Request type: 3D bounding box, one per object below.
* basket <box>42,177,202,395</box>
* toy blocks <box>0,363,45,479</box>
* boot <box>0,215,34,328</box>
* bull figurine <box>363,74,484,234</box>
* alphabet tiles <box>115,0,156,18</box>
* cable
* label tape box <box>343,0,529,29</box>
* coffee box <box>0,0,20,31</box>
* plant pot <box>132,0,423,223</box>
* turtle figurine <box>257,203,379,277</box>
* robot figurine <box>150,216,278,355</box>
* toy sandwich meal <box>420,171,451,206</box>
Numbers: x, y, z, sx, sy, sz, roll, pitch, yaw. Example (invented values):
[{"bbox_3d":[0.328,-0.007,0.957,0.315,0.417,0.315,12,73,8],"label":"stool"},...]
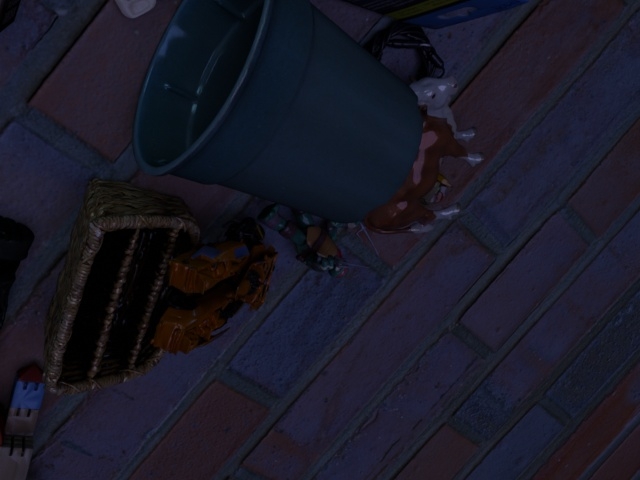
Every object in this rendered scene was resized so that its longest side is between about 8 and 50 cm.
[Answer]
[{"bbox_3d":[-0.300,0.083,1.025,0.213,0.223,0.299,16,105,-26],"label":"basket"},{"bbox_3d":[-0.622,0.318,1.045,0.381,0.190,0.261,13,95,-27],"label":"toy blocks"},{"bbox_3d":[-0.625,0.061,0.939,0.348,0.131,0.260,21,103,-28],"label":"boot"},{"bbox_3d":[0.186,-0.145,1.147,0.188,0.101,0.310,12,118,-25],"label":"bull figurine"},{"bbox_3d":[-0.274,-0.479,0.909,0.284,0.021,0.278,-31,120,-6],"label":"alphabet tiles"},{"bbox_3d":[0.127,-0.292,1.133,0.184,0.047,0.150,-38,120,-2],"label":"cable"},{"bbox_3d":[0.104,-0.424,0.945,0.347,0.249,0.115,7,95,-25],"label":"label tape box"},{"bbox_3d":[-0.408,-0.397,0.803,0.098,0.141,0.246,21,111,-22],"label":"coffee box"},{"bbox_3d":[-0.047,-0.194,0.960,0.334,0.341,0.341,23,102,-35],"label":"plant pot"},{"bbox_3d":[0.000,0.000,1.156,0.118,0.175,0.234,-34,113,32],"label":"turtle figurine"},{"bbox_3d":[-0.160,0.076,1.063,0.085,0.291,0.211,22,108,17],"label":"robot figurine"},{"bbox_3d":[0.218,-0.101,1.260,0.085,0.029,0.086,-8,114,-18],"label":"toy sandwich meal"}]
